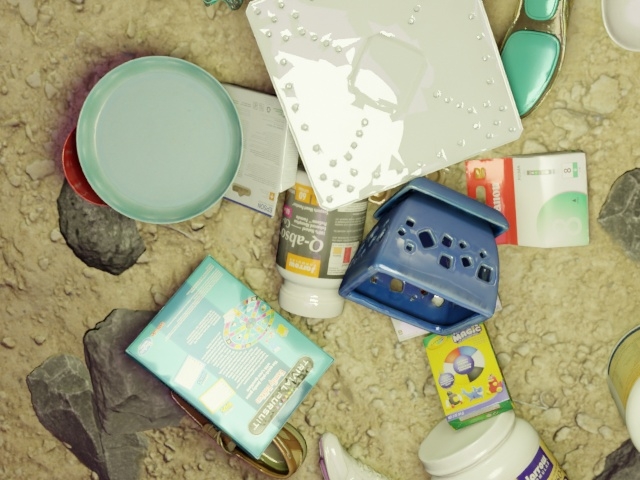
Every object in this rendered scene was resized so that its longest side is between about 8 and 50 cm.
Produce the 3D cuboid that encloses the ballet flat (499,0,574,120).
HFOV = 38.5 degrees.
[{"bbox_3d":[0.402,-0.389,1.665,0.123,0.123,0.348,10,110,5],"label":"ballet flat"}]

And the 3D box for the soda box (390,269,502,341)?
[{"bbox_3d":[0.247,0.129,1.831,0.216,0.069,0.073,-19,99,11],"label":"soda box"}]

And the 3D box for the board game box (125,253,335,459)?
[{"bbox_3d":[-0.182,0.234,1.849,0.336,0.079,0.253,40,73,-3],"label":"board game box"}]

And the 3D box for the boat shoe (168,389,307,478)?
[{"bbox_3d":[-0.171,0.385,1.920,0.324,0.120,0.122,32,105,-1],"label":"boat shoe"}]

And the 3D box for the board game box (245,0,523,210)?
[{"bbox_3d":[0.116,-0.298,1.623,0.390,0.050,0.389,-21,103,-1],"label":"board game box"}]

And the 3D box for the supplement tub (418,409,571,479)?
[{"bbox_3d":[0.369,0.500,1.812,0.241,0.241,0.331,-34,97,14],"label":"supplement tub"}]

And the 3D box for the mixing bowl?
[{"bbox_3d":[-0.412,-0.162,1.832,0.182,0.098,0.181,0,98,2],"label":"mixing bowl"}]

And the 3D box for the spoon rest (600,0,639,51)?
[{"bbox_3d":[0.538,-0.466,1.646,0.137,0.084,0.276,-35,95,14],"label":"spoon rest"}]

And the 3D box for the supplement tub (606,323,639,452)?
[{"bbox_3d":[0.663,0.291,1.684,0.229,0.316,0.228,2,104,7],"label":"supplement tub"}]

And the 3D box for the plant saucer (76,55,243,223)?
[{"bbox_3d":[-0.304,-0.191,1.755,0.318,0.043,0.317,0,98,1],"label":"plant saucer"}]

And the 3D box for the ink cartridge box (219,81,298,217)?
[{"bbox_3d":[-0.127,-0.176,1.759,0.223,0.045,0.223,23,109,44],"label":"ink cartridge box"}]

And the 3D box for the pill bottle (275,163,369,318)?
[{"bbox_3d":[0.000,0.000,1.787,0.162,0.162,0.278,10,104,5],"label":"pill bottle"}]

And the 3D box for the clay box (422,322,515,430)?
[{"bbox_3d":[0.282,0.244,1.789,0.128,0.222,0.053,-24,141,11],"label":"clay box"}]

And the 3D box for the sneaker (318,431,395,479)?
[{"bbox_3d":[0.101,0.518,1.936,0.152,0.114,0.305,-29,102,-1],"label":"sneaker"}]

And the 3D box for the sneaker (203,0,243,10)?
[{"bbox_3d":[-0.219,-0.487,1.757,0.167,0.065,0.076,19,109,5],"label":"sneaker"}]

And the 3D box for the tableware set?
[{"bbox_3d":[0.163,-0.114,1.811,0.141,0.020,0.168,27,105,1],"label":"tableware set"}]

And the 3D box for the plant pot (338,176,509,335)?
[{"bbox_3d":[0.195,0.025,1.671,0.236,0.236,0.212,23,70,-9],"label":"plant pot"}]

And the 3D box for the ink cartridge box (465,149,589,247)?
[{"bbox_3d":[0.399,-0.075,1.772,0.225,0.056,0.180,-5,102,7],"label":"ink cartridge box"}]
